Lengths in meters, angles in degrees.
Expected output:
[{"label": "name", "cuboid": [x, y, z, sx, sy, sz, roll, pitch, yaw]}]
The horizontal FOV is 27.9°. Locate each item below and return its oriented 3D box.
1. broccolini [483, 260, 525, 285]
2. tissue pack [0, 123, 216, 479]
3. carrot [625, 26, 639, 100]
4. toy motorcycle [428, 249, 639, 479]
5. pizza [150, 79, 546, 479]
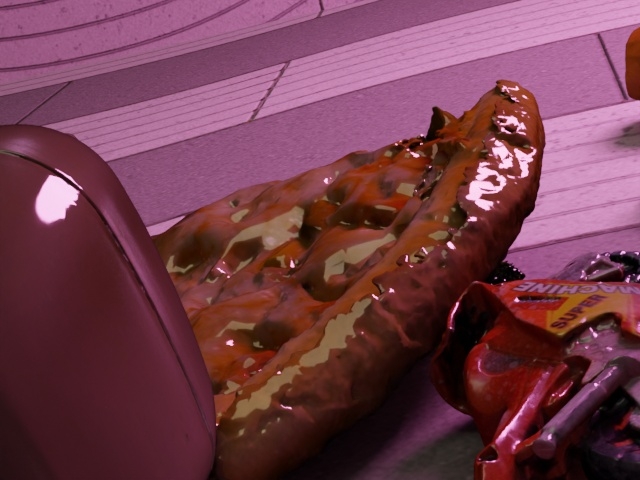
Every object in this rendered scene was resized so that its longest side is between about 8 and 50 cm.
[{"label": "broccolini", "cuboid": [0.131, 0.003, 1.067, 0.123, 0.062, 0.271, 3, 22, 28]}, {"label": "tissue pack", "cuboid": [-0.259, 0.094, 0.726, 0.387, 0.267, 0.277, -17, 22, 20]}, {"label": "carrot", "cuboid": [0.455, -0.179, 1.270, 0.302, 0.114, 0.114, 1, 23, 30]}, {"label": "toy motorcycle", "cuboid": [0.150, 0.083, 0.752, 0.171, 0.089, 0.298, -14, 19, 6]}, {"label": "pizza", "cuboid": [0.023, -0.001, 0.981, 0.392, 0.080, 0.435, -32, 24, -9]}]
